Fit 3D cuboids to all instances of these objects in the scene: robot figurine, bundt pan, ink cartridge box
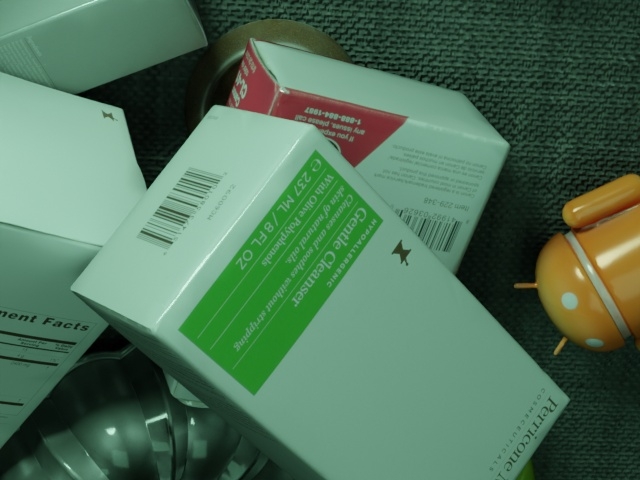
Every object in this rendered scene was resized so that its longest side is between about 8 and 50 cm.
[{"bbox_3d":[0.297,0.024,1.358,0.219,0.128,0.158,-30,154,8],"label":"robot figurine"},{"bbox_3d":[-0.153,0.266,1.378,0.330,0.124,0.331,-8,111,-20],"label":"bundt pan"},{"bbox_3d":[0.000,0.000,1.295,0.226,0.131,0.306,12,115,-23],"label":"ink cartridge box"}]

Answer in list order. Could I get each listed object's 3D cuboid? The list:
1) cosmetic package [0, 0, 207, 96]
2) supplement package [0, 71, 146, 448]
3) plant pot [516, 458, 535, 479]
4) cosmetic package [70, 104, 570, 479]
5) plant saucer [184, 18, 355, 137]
[{"bbox_3d":[-0.226,-0.195,1.214,0.237,0.127,0.107,-17,146,2],"label":"cosmetic package"},{"bbox_3d":[-0.293,0.022,1.215,0.175,0.178,0.293,15,131,-38],"label":"supplement package"},{"bbox_3d":[0.107,0.266,1.401,0.228,0.207,0.227,-11,113,1],"label":"plant pot"},{"bbox_3d":[0.009,0.084,1.150,0.365,0.155,0.197,43,76,-31],"label":"cosmetic package"},{"bbox_3d":[-0.041,-0.117,1.327,0.168,0.029,0.169,-2,112,-5],"label":"plant saucer"}]
